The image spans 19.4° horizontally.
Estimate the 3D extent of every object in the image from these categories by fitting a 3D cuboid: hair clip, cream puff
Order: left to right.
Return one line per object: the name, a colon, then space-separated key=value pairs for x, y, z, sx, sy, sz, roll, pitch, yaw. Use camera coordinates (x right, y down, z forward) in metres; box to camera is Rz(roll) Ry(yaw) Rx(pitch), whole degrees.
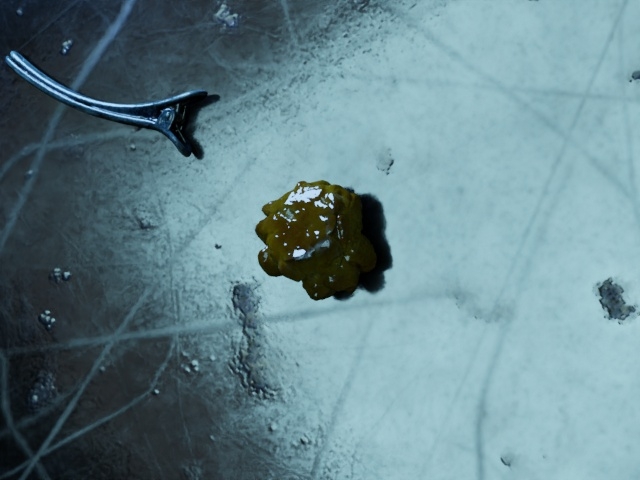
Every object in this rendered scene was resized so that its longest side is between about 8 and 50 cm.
hair clip: x=-0.229 y=-0.147 z=1.927 sx=0.229 sy=0.039 sz=0.070 roll=16 pitch=93 yaw=17
cream puff: x=0.000 y=0.000 z=1.834 sx=0.122 sy=0.094 sz=0.116 roll=40 pitch=95 yaw=37
